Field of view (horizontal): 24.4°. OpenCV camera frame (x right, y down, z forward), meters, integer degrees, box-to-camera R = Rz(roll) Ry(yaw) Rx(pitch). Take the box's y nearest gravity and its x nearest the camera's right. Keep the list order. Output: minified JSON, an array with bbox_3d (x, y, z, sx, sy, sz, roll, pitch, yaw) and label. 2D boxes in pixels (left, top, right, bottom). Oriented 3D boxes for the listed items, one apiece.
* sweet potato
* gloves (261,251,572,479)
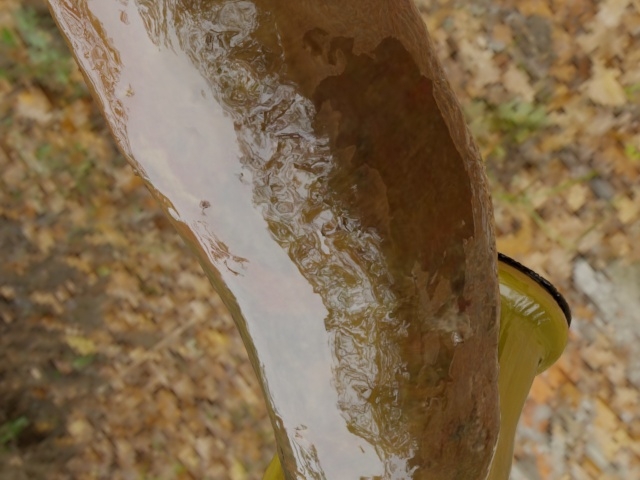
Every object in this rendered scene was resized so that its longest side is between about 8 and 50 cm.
[{"bbox_3d":[0.001,0.001,0.417,0.097,0.097,0.291,7,121,55],"label":"sweet potato"},{"bbox_3d":[0.015,0.150,0.544,0.133,0.294,0.116,16,153,-6],"label":"gloves"}]
